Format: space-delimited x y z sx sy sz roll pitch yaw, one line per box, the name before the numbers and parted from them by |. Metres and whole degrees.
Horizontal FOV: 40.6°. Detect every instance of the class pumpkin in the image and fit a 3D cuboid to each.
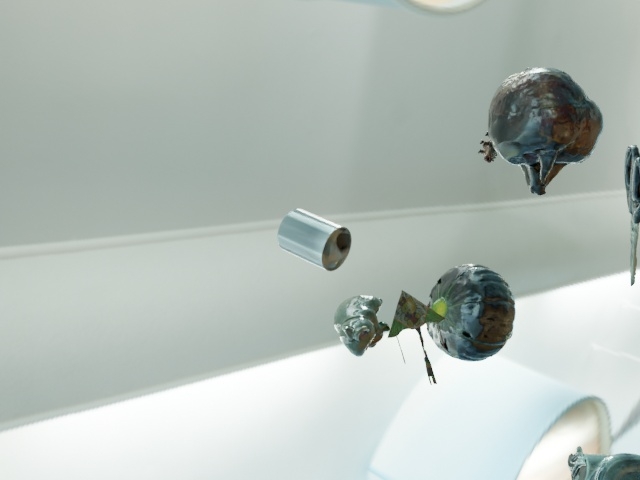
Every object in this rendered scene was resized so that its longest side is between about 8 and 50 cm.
pumpkin | 0.473 0.217 2.573 0.295 0.295 0.296 -22 -59 -41

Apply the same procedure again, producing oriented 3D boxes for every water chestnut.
water chestnut | 0.512 -0.265 2.027 0.244 0.289 0.289 -52 -43 -15

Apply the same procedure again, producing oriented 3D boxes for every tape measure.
tape measure | 0.719 0.620 2.002 0.256 0.275 0.147 4 -41 -11

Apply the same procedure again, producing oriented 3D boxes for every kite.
kite | 0.244 0.233 2.109 0.198 0.006 0.245 -9 -108 -33

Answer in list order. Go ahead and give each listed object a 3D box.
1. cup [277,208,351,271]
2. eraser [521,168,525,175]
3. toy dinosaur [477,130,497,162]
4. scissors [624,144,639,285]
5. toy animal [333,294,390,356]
cup | -0.006 0.007 1.836 0.099 0.133 0.136 -55 -35 -17
eraser | 0.601 -0.258 2.312 0.172 0.058 0.117 -29 -61 12
toy dinosaur | 0.440 -0.247 2.223 0.049 0.055 0.154 112 -177 -45
scissors | 0.562 -0.030 1.542 0.109 0.022 0.300 -88 -13 -52
toy animal | 0.086 0.213 2.059 0.125 0.127 0.251 61 -165 -5
